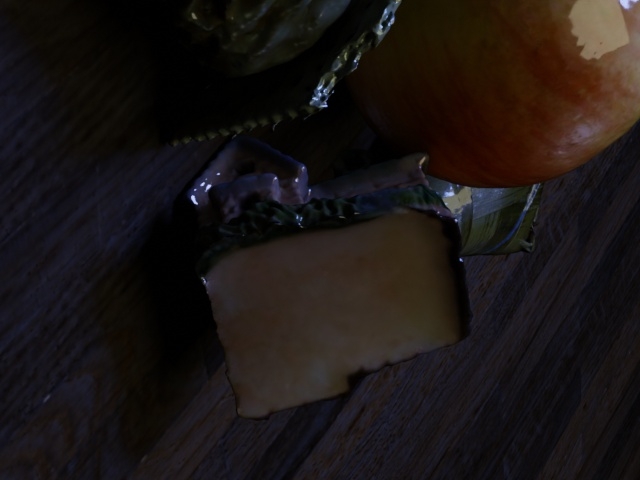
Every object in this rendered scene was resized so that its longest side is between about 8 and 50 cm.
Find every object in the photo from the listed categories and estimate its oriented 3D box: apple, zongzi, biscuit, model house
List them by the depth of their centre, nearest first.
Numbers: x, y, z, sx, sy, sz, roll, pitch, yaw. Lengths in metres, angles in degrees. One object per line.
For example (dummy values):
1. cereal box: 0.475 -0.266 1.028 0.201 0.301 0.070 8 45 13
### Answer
1. biscuit: -0.017 -0.124 1.002 0.016 0.203 0.144 43 61 -27
2. model house: 0.000 0.000 1.113 0.172 0.183 0.166 -106 -176 -54
3. apple: 0.139 -0.184 1.170 0.233 0.286 0.286 30 74 -39
4. zongzi: 0.115 -0.102 1.339 0.274 0.125 0.250 -8 110 -56

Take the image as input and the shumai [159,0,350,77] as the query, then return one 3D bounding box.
1. shumai: -0.061 -0.231 0.906 0.218 0.189 0.255 4 123 -46
